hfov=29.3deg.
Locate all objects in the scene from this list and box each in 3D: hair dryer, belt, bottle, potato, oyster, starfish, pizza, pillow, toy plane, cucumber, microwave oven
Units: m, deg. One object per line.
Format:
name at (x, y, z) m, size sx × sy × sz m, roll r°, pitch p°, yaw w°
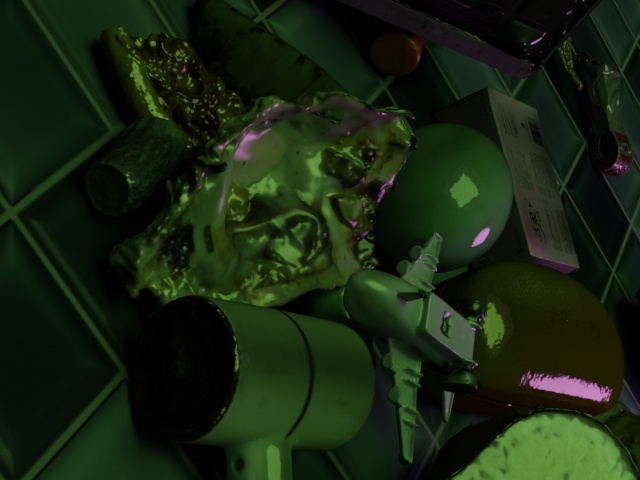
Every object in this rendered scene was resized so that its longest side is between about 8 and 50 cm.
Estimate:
hair dryer at (-0.050, 0.236, 1.063) m, size 0.203 × 0.128 × 0.362 m, roll 15°, pitch 66°, yaw -51°
belt at (0.484, -0.219, 2.086) m, size 0.053 × 0.071 × 0.232 m, roll 15°, pitch 58°, yaw -41°
bottle at (0.110, -0.294, 1.623) m, size 0.069 × 0.069 × 0.187 m, roll 48°, pitch 35°, yaw -25°
potato at (0.186, 0.329, 1.266) m, size 0.299 × 0.196 × 0.246 m, roll -39°, pitch 82°, yaw -25°
oyster at (-0.056, -0.039, 1.171) m, size 0.354 × 0.107 × 0.201 m, roll -18°, pitch 115°, yaw -41°
starfish at (0.367, -0.398, 2.055) m, size 0.231 × 0.048 × 0.295 m, roll 22°, pitch 52°, yaw -46°
pizza at (-0.122, -0.124, 1.212) m, size 0.246 × 0.058 × 0.127 m, roll 51°, pitch 36°, yaw -25°
pillow at (-0.051, -0.165, 1.288) m, size 0.241 × 0.051 × 0.093 m, roll 37°, pitch 72°, yaw 4°
toy plane at (0.100, 0.088, 1.224) m, size 0.255 × 0.101 × 0.251 m, roll 46°, pitch 48°, yaw -54°
cucumber at (-0.169, -0.066, 1.116) m, size 0.064 × 0.064 × 0.112 m, roll 55°, pitch 37°, yaw -17°
microwave oven at (0.169, -0.413, 1.478) m, size 0.394 × 0.333 × 0.247 m, roll 19°, pitch 47°, yaw -23°

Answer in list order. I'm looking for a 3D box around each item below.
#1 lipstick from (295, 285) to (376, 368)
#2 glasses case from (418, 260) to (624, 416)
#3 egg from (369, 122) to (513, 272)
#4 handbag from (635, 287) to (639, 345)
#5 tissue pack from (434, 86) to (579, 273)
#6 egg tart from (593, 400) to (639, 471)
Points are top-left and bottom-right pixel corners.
lipstick at (0.000, 0.000, 1.294) m, size 0.076 × 0.076 × 0.304 m, roll 16°, pitch 57°, yaw -49°
glasses case at (0.255, 0.122, 1.508) m, size 0.371 × 0.141 × 0.173 m, roll 17°, pitch 57°, yaw -49°
egg at (0.139, -0.052, 1.428) m, size 0.168 × 0.168 × 0.231 m, roll 61°, pitch 32°, yaw -8°
handbag at (0.577, 0.171, 1.934) m, size 0.228 × 0.127 × 0.208 m, roll 27°, pitch 44°, yaw -43°
tissue pack at (0.250, -0.070, 1.658) m, size 0.148 × 0.092 × 0.246 m, roll 14°, pitch 59°, yaw -51°
egg tart at (0.457, 0.355, 1.668) m, size 0.315 × 0.120 × 0.315 m, roll 31°, pitch 49°, yaw -42°
